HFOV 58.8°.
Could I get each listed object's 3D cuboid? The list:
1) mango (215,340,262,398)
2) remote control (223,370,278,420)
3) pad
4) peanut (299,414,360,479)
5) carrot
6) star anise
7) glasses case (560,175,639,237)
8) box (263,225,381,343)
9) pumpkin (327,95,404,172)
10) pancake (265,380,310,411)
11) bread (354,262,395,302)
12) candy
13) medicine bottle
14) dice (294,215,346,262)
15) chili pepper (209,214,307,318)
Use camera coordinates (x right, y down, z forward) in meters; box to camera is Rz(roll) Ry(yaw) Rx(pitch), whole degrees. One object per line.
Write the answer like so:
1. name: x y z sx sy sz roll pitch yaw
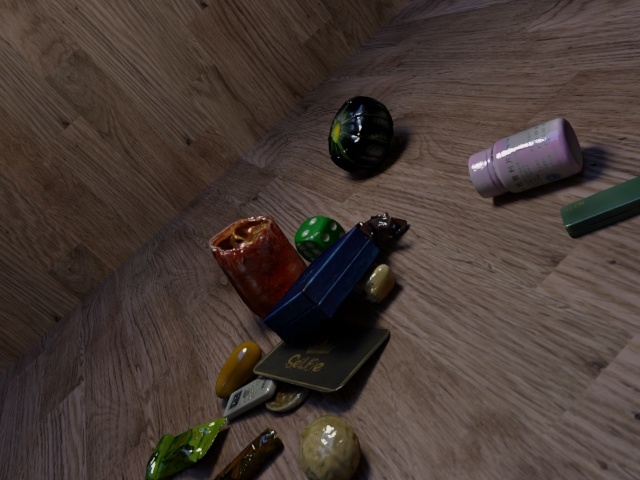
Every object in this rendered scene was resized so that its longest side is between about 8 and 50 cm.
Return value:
1. mango: -0.240 0.378 1.660 0.184 0.085 0.102 -56 31 -9
2. remote control: -0.188 0.421 1.549 0.190 0.029 0.087 -34 22 30
3. pad: -0.040 0.289 1.477 0.376 0.063 0.315 -5 30 50
4. peanut: 0.014 0.440 1.192 0.140 0.109 0.159 -49 29 -19
5. carrot: -0.184 0.542 1.356 0.229 0.069 0.069 -44 26 -10
6. star anise: 0.138 -0.004 1.717 0.283 0.129 0.212 -22 25 49
7. glasses case: 0.631 -0.073 1.254 0.184 0.039 0.077 -25 30 28
8. box: 0.002 0.124 1.560 0.279 0.116 0.261 -50 6 -37
9. pumpkin: 0.173 -0.394 2.159 0.296 0.296 0.295 -31 28 18
10. pancake: -0.085 0.391 1.493 0.152 0.025 0.151 -31 27 18
11. bread: 0.150 0.117 1.551 0.106 0.082 0.125 -36 7 -11
12. candy: -0.364 0.568 1.542 0.246 0.069 0.149 -31 22 29
13. medicine bottle: 0.527 -0.205 1.472 0.255 0.152 0.152 -20 33 37
14. dice: 0.000 0.000 1.874 0.131 0.128 0.120 -10 41 44
15. chili pepper: -0.175 0.074 1.788 0.229 0.305 0.251 12 49 48
